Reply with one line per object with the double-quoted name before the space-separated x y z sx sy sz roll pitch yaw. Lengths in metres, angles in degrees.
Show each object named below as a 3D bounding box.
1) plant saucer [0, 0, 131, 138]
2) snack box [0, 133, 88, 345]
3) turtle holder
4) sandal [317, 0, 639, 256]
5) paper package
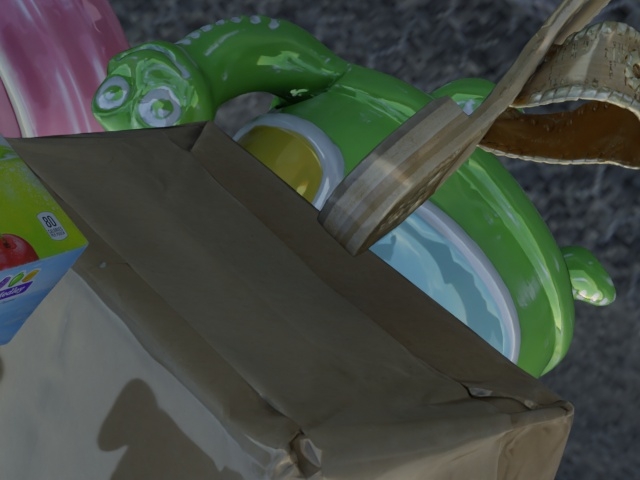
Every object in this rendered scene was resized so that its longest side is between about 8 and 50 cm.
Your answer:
"plant saucer" -0.259 -0.143 1.431 0.332 0.084 0.332 38 147 32
"snack box" -0.212 -0.040 0.667 0.207 0.174 0.070 48 118 12
"turtle holder" 0.015 0.010 1.158 0.243 0.227 0.320 22 147 39
"sandal" 0.107 -0.053 0.800 0.079 0.240 0.088 46 153 8
"paper package" -0.071 0.144 0.870 0.309 0.168 0.325 40 124 44
